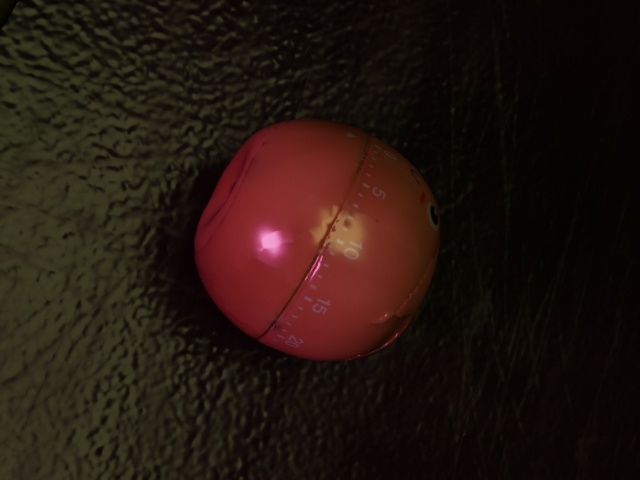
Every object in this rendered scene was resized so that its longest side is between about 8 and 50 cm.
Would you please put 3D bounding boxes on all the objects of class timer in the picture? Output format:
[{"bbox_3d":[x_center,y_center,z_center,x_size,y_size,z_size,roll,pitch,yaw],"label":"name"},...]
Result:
[{"bbox_3d":[0.000,0.000,1.164,0.215,0.229,0.229,29,74,-15],"label":"timer"}]

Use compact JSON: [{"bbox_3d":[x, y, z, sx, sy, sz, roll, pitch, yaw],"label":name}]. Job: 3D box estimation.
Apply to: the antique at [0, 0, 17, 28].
[{"bbox_3d":[-0.381,-0.273,1.110,0.221,0.081,0.080,34,75,-17],"label":"antique"}]
